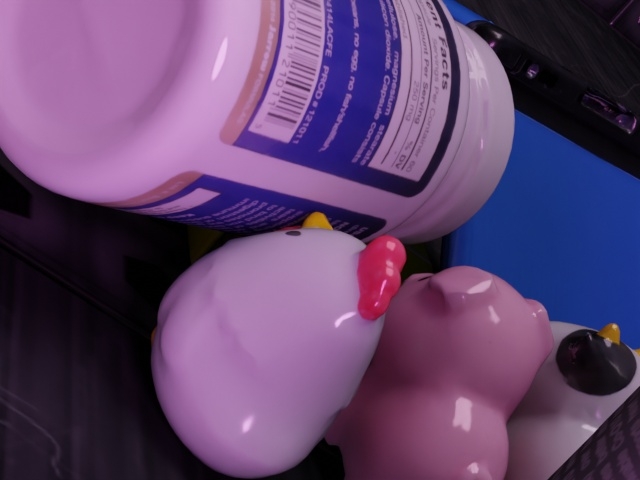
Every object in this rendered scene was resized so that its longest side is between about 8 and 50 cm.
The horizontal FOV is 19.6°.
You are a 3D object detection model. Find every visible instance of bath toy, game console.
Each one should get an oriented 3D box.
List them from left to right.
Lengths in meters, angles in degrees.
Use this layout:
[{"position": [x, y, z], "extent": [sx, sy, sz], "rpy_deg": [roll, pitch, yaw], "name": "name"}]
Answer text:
[{"position": [0.077, 0.077, 0.895], "extent": [0.348, 0.129, 0.151], "rpy_deg": [27, 35, -37], "name": "bath toy"}, {"position": [0.105, -0.033, 1.142], "extent": [0.250, 0.173, 0.293], "rpy_deg": [36, 9, 36], "name": "game console"}]

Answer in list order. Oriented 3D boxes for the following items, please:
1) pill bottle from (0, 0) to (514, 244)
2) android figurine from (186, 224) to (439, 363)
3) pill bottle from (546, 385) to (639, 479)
[{"position": [-0.023, -0.076, 0.881], "extent": [0.265, 0.153, 0.153], "rpy_deg": [14, 32, -55], "name": "pill bottle"}, {"position": [0.000, 0.000, 1.071], "extent": [0.248, 0.056, 0.273], "rpy_deg": [35, 20, -21], "name": "android figurine"}, {"position": [0.150, 0.134, 0.545], "extent": [0.210, 0.363, 0.210], "rpy_deg": [37, 18, -14], "name": "pill bottle"}]
